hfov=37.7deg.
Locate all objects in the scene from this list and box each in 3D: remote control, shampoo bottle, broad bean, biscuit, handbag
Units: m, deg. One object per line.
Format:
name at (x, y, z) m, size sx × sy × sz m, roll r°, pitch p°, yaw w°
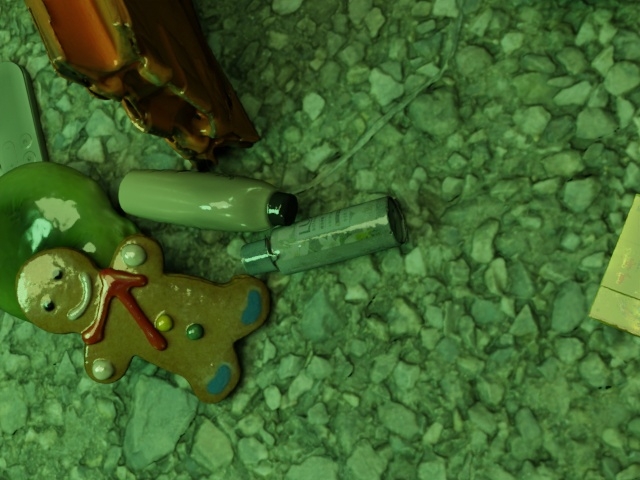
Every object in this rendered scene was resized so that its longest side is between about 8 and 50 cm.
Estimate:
remote control at (-0.464, -0.161, 1.442) m, size 0.077 × 0.022 × 0.245 m, roll -20°, pitch 77°, yaw 16°
shampoo bottle at (0.000, 0.000, 1.209) m, size 0.214 × 0.072 × 0.072 m, roll -15°, pitch 77°, yaw 20°
shampoo bottle at (-0.146, -0.052, 1.246) m, size 0.256 × 0.127 × 0.078 m, roll 9°, pitch 97°, yaw 28°
broad bean at (-0.378, 0.008, 1.329) m, size 0.291 × 0.119 × 0.238 m, roll 7°, pitch 102°, yaw 23°
biscuit at (-0.242, 0.098, 1.228) m, size 0.324 × 0.049 × 0.205 m, roll 22°, pitch 92°, yaw -5°
handbag at (-0.233, -0.265, 1.158) m, size 0.116 × 0.410 × 0.304 m, roll -28°, pitch 73°, yaw 9°

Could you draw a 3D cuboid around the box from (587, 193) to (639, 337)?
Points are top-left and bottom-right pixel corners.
box at (0.377, 0.033, 1.081) m, size 0.089 × 0.022 × 0.156 m, roll 24°, pitch 92°, yaw 23°
